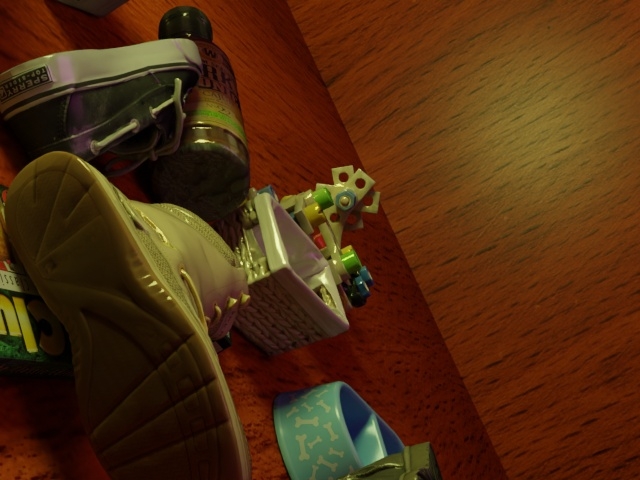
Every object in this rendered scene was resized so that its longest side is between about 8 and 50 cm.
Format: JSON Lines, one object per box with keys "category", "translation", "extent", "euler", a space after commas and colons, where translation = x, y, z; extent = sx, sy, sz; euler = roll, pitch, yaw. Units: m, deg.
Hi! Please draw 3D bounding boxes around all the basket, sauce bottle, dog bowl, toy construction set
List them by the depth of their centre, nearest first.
{"category": "basket", "translation": [-0.055, 0.046, 0.998], "extent": [0.167, 0.103, 0.113], "euler": [48, 19, -50]}
{"category": "dog bowl", "translation": [0.048, 0.268, 1.037], "extent": [0.297, 0.074, 0.166], "euler": [52, 16, -47]}
{"category": "sauce bottle", "translation": [-0.151, -0.167, 1.038], "extent": [0.111, 0.111, 0.344], "euler": [53, 14, -41]}
{"category": "toy construction set", "translation": [0.000, 0.000, 1.285], "extent": [0.215, 0.151, 0.328], "euler": [62, 22, -3]}

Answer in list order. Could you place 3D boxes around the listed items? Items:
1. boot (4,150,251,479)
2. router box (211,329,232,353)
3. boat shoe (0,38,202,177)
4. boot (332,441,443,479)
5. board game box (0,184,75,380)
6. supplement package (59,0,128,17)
{"category": "boot", "translation": [-0.099, 0.071, 0.629], "extent": [0.262, 0.095, 0.203], "euler": [58, 9, 15]}
{"category": "router box", "translation": [-0.126, 0.041, 0.855], "extent": [0.092, 0.038, 0.122], "euler": [54, 15, -37]}
{"category": "boat shoe", "translation": [-0.176, -0.119, 0.813], "extent": [0.306, 0.113, 0.105], "euler": [-54, 123, -74]}
{"category": "boot", "translation": [-0.026, 0.190, 0.532], "extent": [0.189, 0.208, 0.076], "euler": [26, 48, -81]}
{"category": "board game box", "translation": [-0.212, 0.018, 0.550], "extent": [0.136, 0.030, 0.260], "euler": [69, 12, 16]}
{"category": "supplement package", "translation": [-0.200, -0.399, 0.946], "extent": [0.204, 0.262, 0.145], "euler": [64, 11, 1]}
